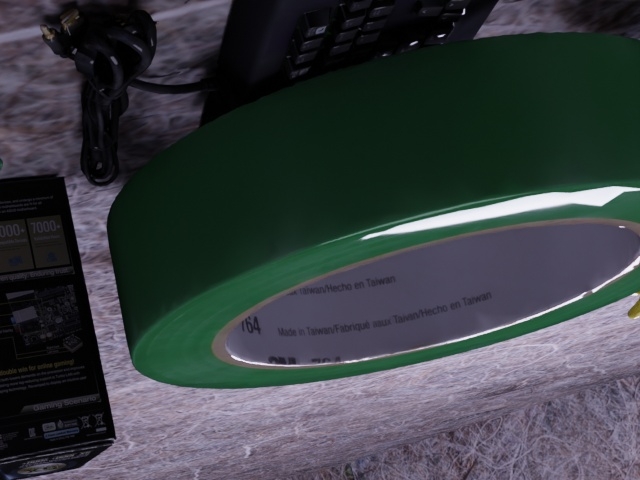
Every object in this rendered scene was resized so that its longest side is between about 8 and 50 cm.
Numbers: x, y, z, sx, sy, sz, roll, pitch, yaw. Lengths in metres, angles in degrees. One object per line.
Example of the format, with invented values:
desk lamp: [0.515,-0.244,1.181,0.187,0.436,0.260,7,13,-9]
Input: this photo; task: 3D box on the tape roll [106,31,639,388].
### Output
tape roll: [0.051,-0.001,0.688,0.321,0.077,0.321,-12,164,-4]

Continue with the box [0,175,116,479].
box: [-0.212,0.055,0.661,0.180,0.147,0.077,-8,165,-26]

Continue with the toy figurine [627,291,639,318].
toy figurine: [0.302,-0.015,1.027,0.217,0.191,0.362,13,-168,35]

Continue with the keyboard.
keyboard: [-0.025,-0.069,0.601,0.201,0.033,0.317,-10,165,-13]

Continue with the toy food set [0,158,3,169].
toy food set: [-0.188,-0.034,0.595,0.083,0.020,0.082,-10,166,-16]
